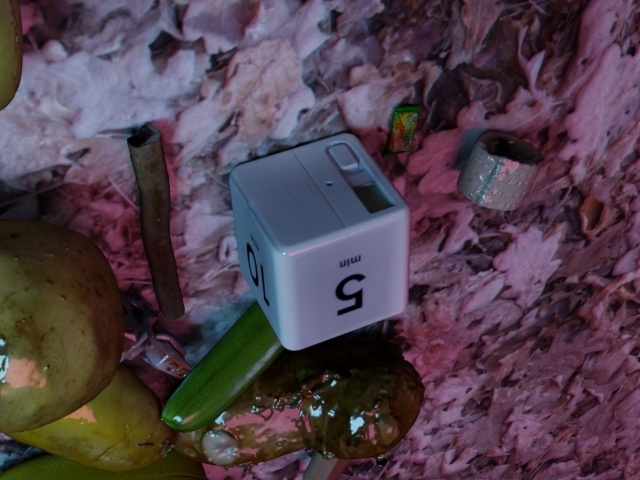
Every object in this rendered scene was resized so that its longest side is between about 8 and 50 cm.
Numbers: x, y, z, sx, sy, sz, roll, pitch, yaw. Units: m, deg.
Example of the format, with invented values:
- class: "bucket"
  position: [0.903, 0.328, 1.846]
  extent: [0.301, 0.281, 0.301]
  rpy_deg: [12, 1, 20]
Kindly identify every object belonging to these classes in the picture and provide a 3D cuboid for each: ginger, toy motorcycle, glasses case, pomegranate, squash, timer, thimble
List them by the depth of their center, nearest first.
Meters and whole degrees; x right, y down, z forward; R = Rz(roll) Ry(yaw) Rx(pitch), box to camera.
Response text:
- class: "pomegranate"
  position: [-0.370, 0.101, 1.291]
  extent: [0.281, 0.281, 0.281]
  rpy_deg: [-17, 136, -17]
- class: "timer"
  position: [0.000, 0.000, 1.479]
  extent: [0.194, 0.192, 0.195]
  rpy_deg: [-18, 136, -17]
- class: "toy motorcycle"
  position: [-0.256, 0.141, 1.509]
  extent: [0.084, 0.118, 0.212]
  rpy_deg: [-42, 137, 10]
- class: "squash"
  position: [-0.121, 0.174, 1.602]
  extent: [0.292, 0.082, 0.082]
  rpy_deg: [-47, 142, -21]
- class: "thimble"
  position: [0.267, -0.105, 1.613]
  extent: [0.115, 0.102, 0.090]
  rpy_deg: [-23, 144, -50]
- class: "ginger"
  position: [-0.029, 0.262, 1.681]
  extent: [0.418, 0.254, 0.176]
  rpy_deg: [-10, 111, -15]
- class: "glasses case"
  position: [-0.345, 0.401, 1.682]
  extent: [0.371, 0.141, 0.173]
  rpy_deg: [-2, 145, -30]
- class: "glasses case"
  position: [0.030, 0.348, 1.929]
  extent: [0.102, 0.070, 0.194]
  rpy_deg: [-22, 143, -55]

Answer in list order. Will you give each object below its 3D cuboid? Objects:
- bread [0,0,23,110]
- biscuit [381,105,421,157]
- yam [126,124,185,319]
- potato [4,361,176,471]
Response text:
- class: "bread"
  position: [-0.375, -0.213, 1.080]
  extent: [0.158, 0.156, 0.261]
  rpy_deg: [-13, 134, -23]
- class: "biscuit"
  position: [0.116, -0.154, 1.539]
  extent: [0.046, 0.016, 0.089]
  rpy_deg: [-10, 133, -23]
- class: "yam"
  position: [-0.215, -0.015, 1.448]
  extent: [0.045, 0.045, 0.327]
  rpy_deg: [6, 136, 7]
- class: "potato"
  position: [-0.333, 0.241, 1.541]
  extent: [0.173, 0.140, 0.300]
  rpy_deg: [-41, 133, 19]
